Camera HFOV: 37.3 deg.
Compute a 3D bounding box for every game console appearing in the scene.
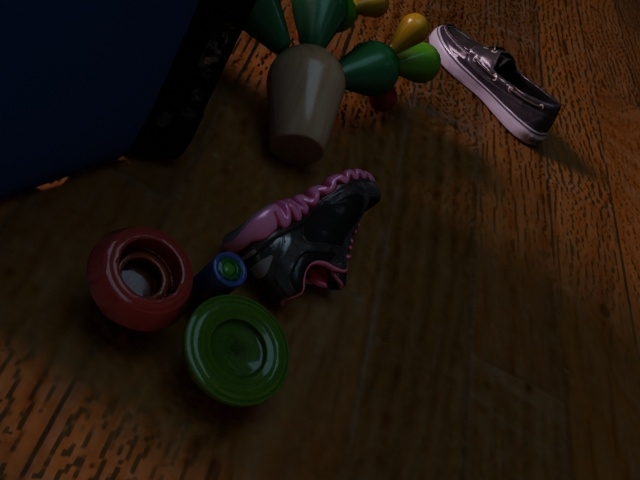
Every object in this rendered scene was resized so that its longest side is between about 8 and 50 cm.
[{"bbox_3d":[-0.098,-0.182,0.431,0.173,0.293,0.250,5,43,-34],"label":"game console"}]

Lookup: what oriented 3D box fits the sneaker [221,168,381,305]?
[{"bbox_3d":[0.000,0.000,0.516,0.119,0.047,0.057,-29,82,-48],"label":"sneaker"}]

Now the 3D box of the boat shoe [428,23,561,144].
[{"bbox_3d":[0.148,-0.140,0.798,0.049,0.040,0.142,-11,54,-45],"label":"boat shoe"}]

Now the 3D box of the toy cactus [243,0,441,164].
[{"bbox_3d":[-0.014,-0.133,0.620,0.219,0.112,0.180,33,53,-39],"label":"toy cactus"}]

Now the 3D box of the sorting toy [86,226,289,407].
[{"bbox_3d":[-0.061,0.035,0.428,0.102,0.042,0.061,43,50,-6],"label":"sorting toy"}]
